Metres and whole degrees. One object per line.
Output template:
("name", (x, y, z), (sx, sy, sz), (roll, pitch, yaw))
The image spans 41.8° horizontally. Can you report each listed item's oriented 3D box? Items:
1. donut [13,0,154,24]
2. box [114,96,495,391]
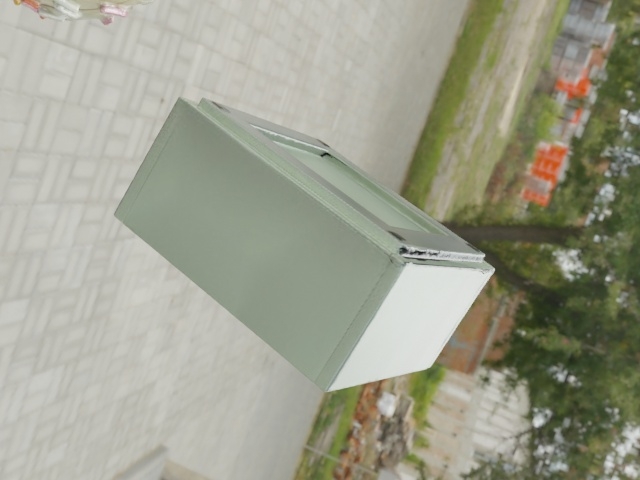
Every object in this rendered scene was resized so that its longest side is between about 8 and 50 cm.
("donut", (-0.311, -0.458, 1.019), (0.142, 0.382, 0.383), (-73, -179, -76))
("box", (0.000, 0.000, 0.688), (0.117, 0.225, 0.225), (-58, 156, 11))
